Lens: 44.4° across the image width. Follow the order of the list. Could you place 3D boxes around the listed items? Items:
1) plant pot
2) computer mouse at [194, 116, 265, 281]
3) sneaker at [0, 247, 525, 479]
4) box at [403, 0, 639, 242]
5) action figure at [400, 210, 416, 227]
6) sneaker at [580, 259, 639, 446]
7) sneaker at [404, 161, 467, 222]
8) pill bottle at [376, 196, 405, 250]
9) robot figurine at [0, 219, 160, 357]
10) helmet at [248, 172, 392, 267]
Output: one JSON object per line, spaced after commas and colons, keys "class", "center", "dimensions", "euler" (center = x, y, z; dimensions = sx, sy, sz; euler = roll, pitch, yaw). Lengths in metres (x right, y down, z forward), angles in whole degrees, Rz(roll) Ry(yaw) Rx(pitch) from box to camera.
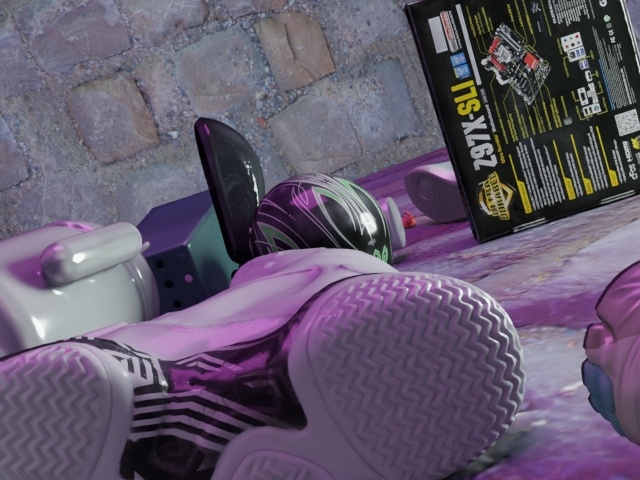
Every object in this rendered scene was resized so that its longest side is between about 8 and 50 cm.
{"class": "plant pot", "center": [-0.210, 0.029, 1.268], "dimensions": [0.166, 0.165, 0.234], "euler": [-17, 14, 12]}
{"class": "computer mouse", "center": [-0.104, -0.040, 1.064], "dimensions": [0.072, 0.272, 0.188], "euler": [-16, 5, -11]}
{"class": "sneaker", "center": [-0.073, 0.098, 0.501], "dimensions": [0.366, 0.137, 0.210], "euler": [-14, 6, -3]}
{"class": "box", "center": [0.277, -0.188, 1.010], "dimensions": [0.257, 0.322, 0.079], "euler": [-18, 8, 7]}
{"class": "action figure", "center": [0.142, -0.037, 1.396], "dimensions": [0.038, 0.030, 0.115], "euler": [-15, 8, -12]}
{"class": "sneaker", "center": [0.262, 0.038, 0.326], "dimensions": [0.283, 0.110, 0.122], "euler": [-22, 25, -10]}
{"class": "sneaker", "center": [0.262, -0.098, 1.272], "dimensions": [0.151, 0.094, 0.256], "euler": [-29, 22, -31]}
{"class": "pill bottle", "center": [0.022, -0.001, 1.117], "dimensions": [0.184, 0.103, 0.103], "euler": [-16, 7, 18]}
{"class": "robot figurine", "center": [-0.312, 0.093, 0.857], "dimensions": [0.300, 0.200, 0.353], "euler": [-42, -3, 26]}
{"class": "helmet", "center": [0.000, 0.000, 0.921], "dimensions": [0.169, 0.161, 0.169], "euler": [-18, 7, 2]}
